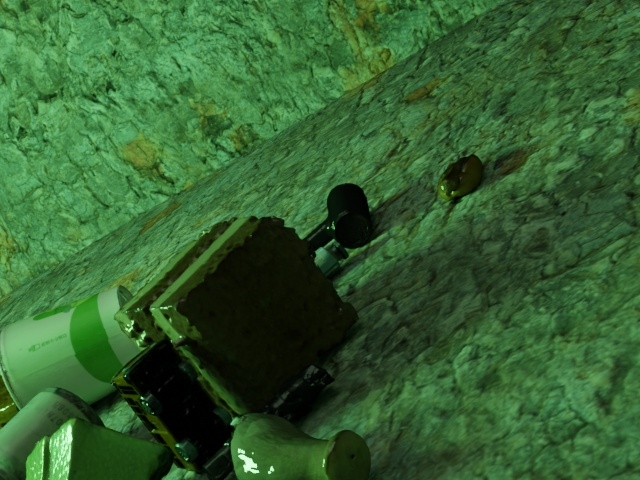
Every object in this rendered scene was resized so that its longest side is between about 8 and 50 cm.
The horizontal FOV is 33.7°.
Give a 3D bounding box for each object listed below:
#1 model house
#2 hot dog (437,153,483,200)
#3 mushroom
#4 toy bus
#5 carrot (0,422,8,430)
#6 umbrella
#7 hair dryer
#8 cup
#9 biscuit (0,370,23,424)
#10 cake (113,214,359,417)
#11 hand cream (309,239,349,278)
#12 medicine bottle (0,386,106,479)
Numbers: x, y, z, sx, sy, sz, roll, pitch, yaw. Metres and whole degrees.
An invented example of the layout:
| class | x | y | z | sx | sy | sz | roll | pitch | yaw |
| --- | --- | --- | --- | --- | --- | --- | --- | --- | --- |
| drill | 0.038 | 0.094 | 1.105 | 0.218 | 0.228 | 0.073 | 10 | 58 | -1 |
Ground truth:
| class | x | y | z | sx | sy | sz | roll | pitch | yaw |
| --- | --- | --- | --- | --- | --- | --- | --- | --- | --- |
| model house | -0.343 | 0.401 | 1.554 | 0.214 | 0.195 | 0.189 | -38 | 34 | 40 |
| hot dog | 0.265 | -0.120 | 2.039 | 0.090 | 0.060 | 0.140 | -23 | 22 | 46 |
| mushroom | -0.037 | 0.287 | 1.365 | 0.108 | 0.096 | 0.247 | -42 | 23 | -30 |
| toy bus | -0.228 | 0.254 | 1.635 | 0.098 | 0.201 | 0.114 | -43 | 16 | -29 |
| carrot | -0.592 | 0.381 | 2.045 | 0.061 | 0.061 | 0.209 | -37 | -12 | -13 |
| umbrella | -0.078 | 0.272 | 1.560 | 0.236 | 0.059 | 0.066 | -42 | -5 | -21 |
| hair dryer | 0.000 | 0.000 | 2.193 | 0.251 | 0.089 | 0.197 | -40 | 17 | 10 |
| cup | -0.491 | 0.232 | 2.173 | 0.274 | 0.253 | 0.253 | -24 | 17 | 4 |
| biscuit | -0.669 | 0.331 | 2.488 | 0.381 | 0.074 | 0.359 | -37 | 15 | -6 |
| cake | -0.148 | 0.131 | 1.761 | 0.290 | 0.255 | 0.282 | -19 | 22 | 52 |
| hand cream | -0.060 | 0.100 | 2.035 | 0.271 | 0.058 | 0.091 | -40 | 29 | -10 |
| medicine bottle | -0.507 | 0.397 | 1.820 | 0.165 | 0.165 | 0.273 | -16 | 25 | 46 |
